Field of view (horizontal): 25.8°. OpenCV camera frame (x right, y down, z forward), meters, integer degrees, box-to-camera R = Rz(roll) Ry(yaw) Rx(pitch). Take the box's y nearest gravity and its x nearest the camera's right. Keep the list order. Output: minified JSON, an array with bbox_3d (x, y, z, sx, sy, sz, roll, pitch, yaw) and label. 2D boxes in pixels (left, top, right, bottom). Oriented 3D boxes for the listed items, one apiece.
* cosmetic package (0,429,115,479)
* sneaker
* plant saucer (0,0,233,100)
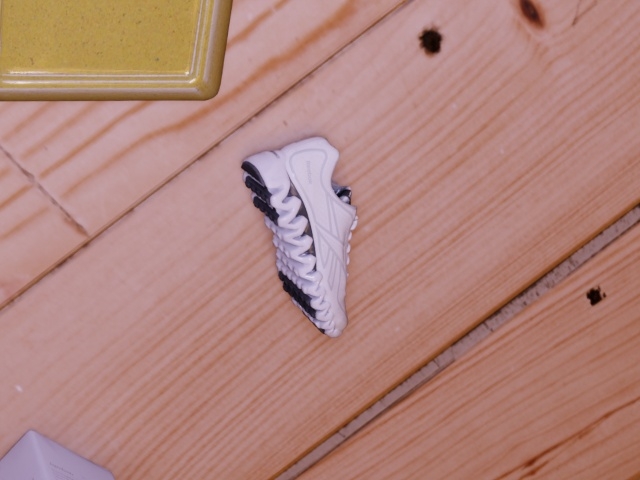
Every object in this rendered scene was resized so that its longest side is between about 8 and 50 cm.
[{"bbox_3d":[-0.340,0.371,1.758,0.151,0.184,0.151,-46,127,9],"label":"cosmetic package"},{"bbox_3d":[0.000,0.000,1.731,0.118,0.110,0.292,-29,130,-16],"label":"sneaker"},{"bbox_3d":[-0.229,-0.279,1.450,0.332,0.081,0.333,-3,122,-24],"label":"plant saucer"}]
